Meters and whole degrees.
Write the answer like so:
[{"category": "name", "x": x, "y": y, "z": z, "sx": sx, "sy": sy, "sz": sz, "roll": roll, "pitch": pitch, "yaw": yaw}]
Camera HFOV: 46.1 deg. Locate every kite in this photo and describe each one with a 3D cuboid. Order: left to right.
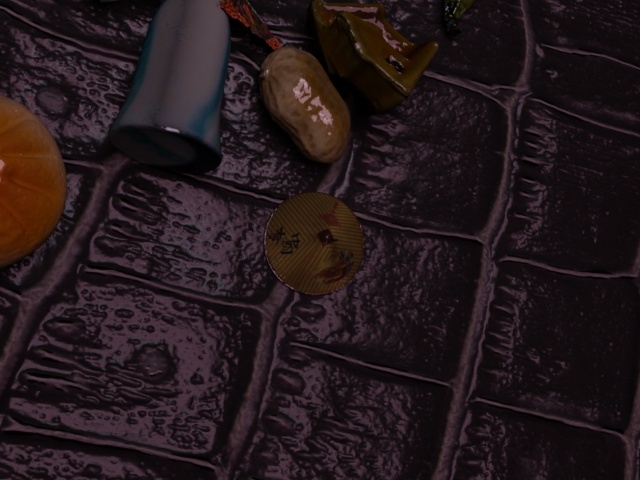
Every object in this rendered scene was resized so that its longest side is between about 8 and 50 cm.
[{"category": "kite", "x": -0.123, "y": -0.403, "z": 1.361, "sx": 0.222, "sy": 0.008, "sz": 0.125, "roll": 30, "pitch": 33, "yaw": -48}]

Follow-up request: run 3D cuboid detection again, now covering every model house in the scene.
[{"category": "model house", "x": 0.080, "y": -0.355, "z": 1.345, "sx": 0.239, "sy": 0.268, "sz": 0.173, "roll": 40, "pitch": 93, "yaw": -7}]

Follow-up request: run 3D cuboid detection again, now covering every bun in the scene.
[{"category": "bun", "x": -0.540, "y": -0.100, "z": 1.138, "sx": 0.298, "sy": 0.165, "sz": 0.299, "roll": 3, "pitch": 80, "yaw": -18}]

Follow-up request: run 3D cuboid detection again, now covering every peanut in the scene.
[{"category": "peanut", "x": -0.027, "y": -0.240, "z": 1.338, "sx": 0.129, "sy": 0.129, "sz": 0.224, "roll": -39, "pitch": 93, "yaw": -18}]

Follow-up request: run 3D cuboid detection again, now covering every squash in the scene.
[{"category": "squash", "x": 0.297, "y": -0.568, "z": 1.508, "sx": 0.087, "sy": 0.087, "sz": 0.332, "roll": 15, "pitch": 80, "yaw": -15}]

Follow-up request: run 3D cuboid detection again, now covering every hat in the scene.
[{"category": "hat", "x": 0.000, "y": 0.000, "z": 1.338, "sx": 0.193, "sy": 0.082, "sz": 0.193, "roll": 2, "pitch": 83, "yaw": -16}]

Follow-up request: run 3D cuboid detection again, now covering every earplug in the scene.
[{"category": "earplug", "x": -0.225, "y": -0.295, "z": 1.267, "sx": 0.185, "sy": 0.185, "sz": 0.324, "roll": 15, "pitch": 73, "yaw": -15}]

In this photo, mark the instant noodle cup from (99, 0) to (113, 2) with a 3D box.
[{"category": "instant noodle cup", "x": -0.356, "y": -0.537, "z": 1.245, "sx": 0.215, "sy": 0.215, "sz": 0.236, "roll": -30, "pitch": 99, "yaw": -19}]
